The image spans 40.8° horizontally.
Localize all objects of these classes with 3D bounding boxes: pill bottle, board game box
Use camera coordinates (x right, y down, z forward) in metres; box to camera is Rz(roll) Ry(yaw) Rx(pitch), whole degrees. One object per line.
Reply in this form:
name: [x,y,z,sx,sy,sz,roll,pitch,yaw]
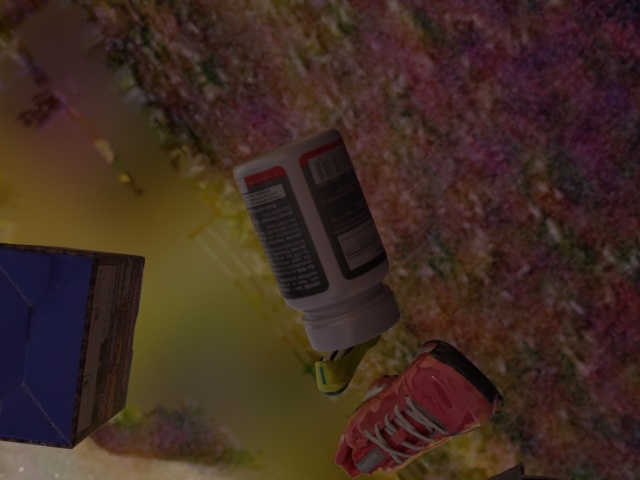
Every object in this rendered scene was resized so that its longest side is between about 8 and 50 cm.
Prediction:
pill bottle: [0.000,0.000,1.208,0.283,0.161,0.161,69,166,-9]
board game box: [-0.342,0.125,1.140,0.141,0.232,0.291,7,178,0]

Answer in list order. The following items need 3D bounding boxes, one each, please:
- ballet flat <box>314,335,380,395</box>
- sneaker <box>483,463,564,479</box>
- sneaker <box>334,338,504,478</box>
ballet flat: [0.049,0.178,1.512,0.077,0.231,0.077,-12,112,30]
sneaker: [0.204,0.269,0.682,0.228,0.132,0.086,52,158,37]
sneaker: [0.104,0.220,1.007,0.116,0.136,0.314,43,153,4]
